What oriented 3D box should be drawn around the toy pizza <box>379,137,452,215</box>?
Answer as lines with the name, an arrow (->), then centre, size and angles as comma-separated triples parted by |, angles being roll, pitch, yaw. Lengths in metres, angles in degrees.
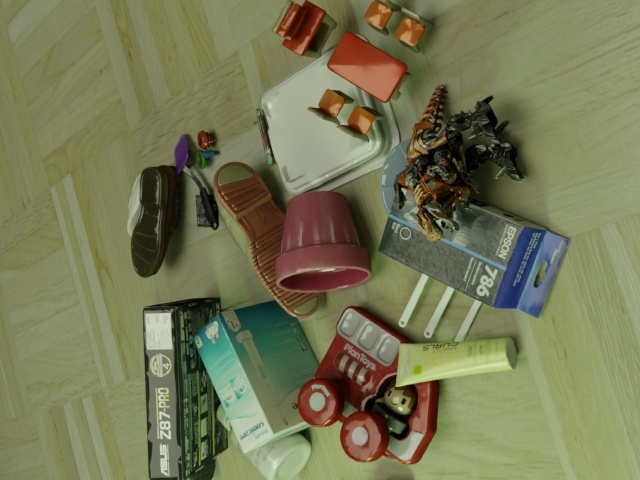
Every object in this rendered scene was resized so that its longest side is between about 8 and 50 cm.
toy pizza -> 0.205, -0.105, 1.615 | 0.201, 0.032, 0.201 | 9, 105, 37

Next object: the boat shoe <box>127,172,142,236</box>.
boat shoe -> -0.501, -0.100, 2.263 | 0.063, 0.066, 0.184 | 41, 126, 48

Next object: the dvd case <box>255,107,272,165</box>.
dvd case -> -0.129, -0.238, 1.886 | 0.087, 0.013, 0.119 | 124, 131, -85

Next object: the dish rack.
dish rack -> 0.000, -0.256, 1.762 | 0.333, 0.072, 0.285 | -24, 81, 44

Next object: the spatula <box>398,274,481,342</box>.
spatula -> 0.251, 0.108, 1.602 | 0.168, 0.019, 0.242 | 32, 118, 22

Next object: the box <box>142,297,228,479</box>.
box -> -0.315, 0.340, 1.958 | 0.097, 0.318, 0.394 | -3, 90, 13

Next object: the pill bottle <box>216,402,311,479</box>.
pill bottle -> -0.141, 0.464, 1.965 | 0.229, 0.131, 0.131 | 38, 120, 33

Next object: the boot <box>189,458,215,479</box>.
boot -> -0.375, 0.564, 2.247 | 0.161, 0.083, 0.246 | -37, 64, 45

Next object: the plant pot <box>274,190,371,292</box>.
plant pot -> 0.000, 0.000, 1.731 | 0.201, 0.201, 0.180 | -21, 67, 43

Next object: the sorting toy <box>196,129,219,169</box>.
sorting toy -> -0.282, -0.226, 2.056 | 0.061, 0.042, 0.102 | 46, 139, 47

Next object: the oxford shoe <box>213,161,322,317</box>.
oxford shoe -> -0.121, 0.007, 1.904 | 0.397, 0.141, 0.146 | 62, 162, 11

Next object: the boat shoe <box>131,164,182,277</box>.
boat shoe -> -0.420, -0.048, 2.168 | 0.111, 0.104, 0.307 | 25, 112, 29

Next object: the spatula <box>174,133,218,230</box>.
spatula -> -0.315, -0.146, 2.078 | 0.084, 0.030, 0.296 | -53, 56, 41

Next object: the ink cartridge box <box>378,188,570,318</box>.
ink cartridge box -> 0.274, 0.009, 1.517 | 0.333, 0.065, 0.165 | 25, 109, 29

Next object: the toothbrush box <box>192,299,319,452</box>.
toothbrush box -> -0.124, 0.300, 1.865 | 0.126, 0.216, 0.295 | -42, 69, 39

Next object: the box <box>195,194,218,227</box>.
box -> -0.290, -0.076, 2.095 | 0.067, 0.018, 0.083 | 3, 99, 43

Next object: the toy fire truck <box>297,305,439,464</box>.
toy fire truck -> 0.116, 0.304, 1.694 | 0.302, 0.169, 0.253 | 31, 98, 35

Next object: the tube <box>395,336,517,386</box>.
tube -> 0.253, 0.229, 1.571 | 0.240, 0.070, 0.062 | -11, 102, 32

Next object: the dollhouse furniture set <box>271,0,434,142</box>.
dollhouse furniture set -> 0.047, -0.360, 1.582 | 0.259, 0.135, 0.262 | 34, 104, 20

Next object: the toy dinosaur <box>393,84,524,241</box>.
toy dinosaur -> 0.225, -0.157, 1.469 | 0.218, 0.164, 0.321 | -18, 72, 26
